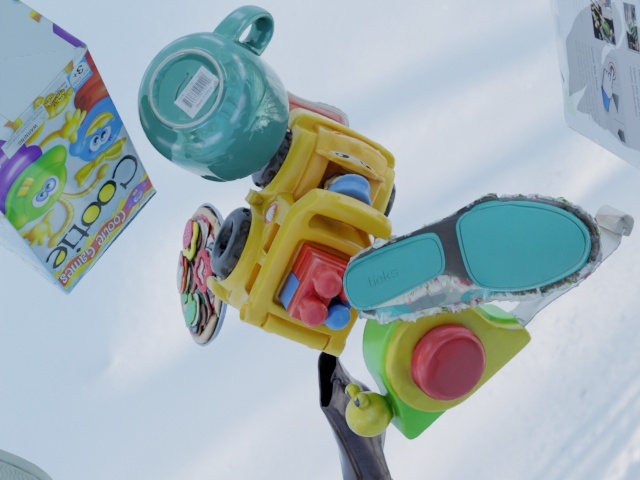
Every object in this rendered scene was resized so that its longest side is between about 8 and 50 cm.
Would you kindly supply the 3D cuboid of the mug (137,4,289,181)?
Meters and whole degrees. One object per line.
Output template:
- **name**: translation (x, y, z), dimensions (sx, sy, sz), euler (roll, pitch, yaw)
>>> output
- **mug**: translation (-0.106, -0.141, 1.008), dimensions (0.097, 0.129, 0.158), euler (26, 56, -69)

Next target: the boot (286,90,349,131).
- **boot**: translation (-0.042, -0.146, 1.315), dimensions (0.085, 0.157, 0.059), euler (-84, -174, -65)

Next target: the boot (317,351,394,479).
- **boot**: translation (0.042, 0.313, 1.641), dimensions (0.248, 0.090, 0.207), euler (-88, 153, -44)

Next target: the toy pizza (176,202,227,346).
- **toy pizza**: translation (-0.171, 0.047, 1.507), dimensions (0.032, 0.201, 0.201), euler (2, 119, -24)

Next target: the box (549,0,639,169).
- **box**: translation (0.212, -0.149, 0.652), dimensions (0.058, 0.322, 0.232), euler (-14, 110, -2)

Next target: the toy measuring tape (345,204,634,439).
- **toy measuring tape**: translation (0.143, 0.053, 0.991), dimensions (0.330, 0.121, 0.121), euler (-41, 149, -6)

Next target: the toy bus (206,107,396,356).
- **toy bus**: translation (0.000, 0.000, 1.052), dimensions (0.149, 0.211, 0.220), euler (23, 97, -19)

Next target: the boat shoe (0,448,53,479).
- **boat shoe**: translation (-0.281, 0.162, 0.687), dimensions (0.233, 0.079, 0.084), euler (12, 81, -35)

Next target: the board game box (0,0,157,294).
- **board game box**: translation (-0.269, -0.086, 0.971), dimensions (0.142, 0.144, 0.275), euler (-51, 164, -16)

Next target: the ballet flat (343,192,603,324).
- **ballet flat**: translation (0.125, 0.014, 0.869), dimensions (0.077, 0.241, 0.091), euler (3, 79, -51)
